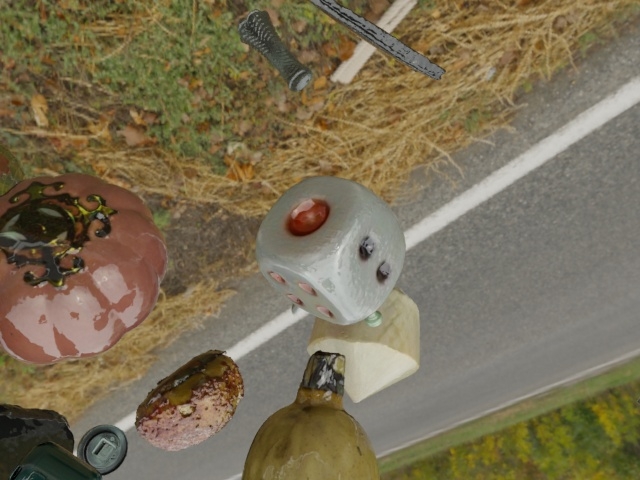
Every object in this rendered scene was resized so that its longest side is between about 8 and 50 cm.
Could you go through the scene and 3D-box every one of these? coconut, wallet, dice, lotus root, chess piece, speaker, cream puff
[{"bbox_3d":[0.119,0.269,1.486,0.328,0.329,0.329,-13,153,-7],"label":"coconut"},{"bbox_3d":[0.050,-0.285,0.748,0.244,0.124,0.025,20,112,-31],"label":"wallet"},{"bbox_3d":[0.018,0.016,0.965,0.193,0.194,0.192,13,149,41],"label":"dice"},{"bbox_3d":[-0.011,0.298,0.726,0.182,0.310,0.183,3,156,2],"label":"lotus root"},{"bbox_3d":[0.109,0.150,1.276,0.042,0.042,0.093,-21,123,8],"label":"chess piece"},{"bbox_3d":[-0.256,0.244,0.529,0.095,0.075,0.060,-57,180,11],"label":"speaker"},{"bbox_3d":[-0.264,0.337,1.181,0.240,0.164,0.240,-37,165,-12],"label":"cream puff"}]

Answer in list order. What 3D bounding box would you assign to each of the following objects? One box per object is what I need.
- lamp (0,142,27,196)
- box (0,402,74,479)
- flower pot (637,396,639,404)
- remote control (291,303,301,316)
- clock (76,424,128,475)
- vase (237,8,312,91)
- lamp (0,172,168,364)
[{"bbox_3d":[-0.734,-0.097,1.112,0.284,0.250,0.250,3,148,-16],"label":"lamp"},{"bbox_3d":[-0.476,0.371,0.691,0.090,0.360,0.350,-13,150,24],"label":"box"},{"bbox_3d":[0.512,0.192,0.626,0.209,0.239,0.190,23,117,-22],"label":"flower pot"},{"bbox_3d":[-0.012,0.104,1.873,0.313,0.055,0.109,-56,-176,9],"label":"remote control"},{"bbox_3d":[-0.373,0.358,0.967,0.085,0.085,0.017,5,170,-36],"label":"clock"},{"bbox_3d":[-0.121,-0.519,1.559,0.115,0.237,0.115,-33,160,-13],"label":"vase"},{"bbox_3d":[-0.386,0.048,0.862,0.305,0.306,0.240,-10,145,-13],"label":"lamp"}]
